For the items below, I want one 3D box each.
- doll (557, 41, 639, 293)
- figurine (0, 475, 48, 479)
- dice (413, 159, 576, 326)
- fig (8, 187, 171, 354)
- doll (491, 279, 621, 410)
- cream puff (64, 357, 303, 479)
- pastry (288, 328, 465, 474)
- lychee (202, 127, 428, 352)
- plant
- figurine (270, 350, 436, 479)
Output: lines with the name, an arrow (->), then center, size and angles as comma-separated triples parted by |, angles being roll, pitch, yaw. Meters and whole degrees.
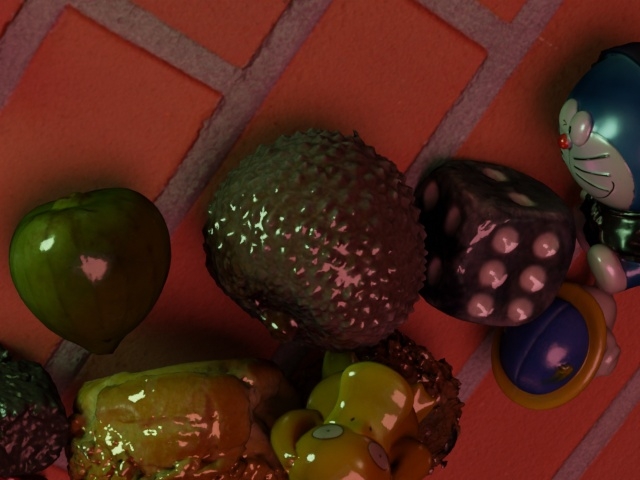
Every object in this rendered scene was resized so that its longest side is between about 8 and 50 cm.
doll -> 0.435, -0.111, 1.856 | 0.240, 0.284, 0.310 | -17, 116, -9
figurine -> -0.422, 0.360, 1.905 | 0.083, 0.067, 0.071 | 15, 89, -9
dice -> 0.229, 0.002, 1.902 | 0.181, 0.183, 0.182 | 6, 115, -24
fig -> -0.282, 0.046, 1.724 | 0.203, 0.203, 0.225 | -14, 112, -14
doll -> 0.382, 0.125, 2.006 | 0.242, 0.159, 0.311 | 21, 103, -49
cream puff -> -0.169, 0.280, 1.803 | 0.327, 0.343, 0.231 | -2, 79, -13
pastry -> 0.085, 0.262, 1.969 | 0.274, 0.193, 0.275 | -9, 117, -18
lychee -> 0.000, 0.005, 1.768 | 0.300, 0.300, 0.300 | -8, 117, -16
plant -> -0.406, 0.214, 1.765 | 0.131, 0.203, 0.142 | -5, 106, -24
figurine -> 0.045, 0.248, 1.747 | 0.215, 0.228, 0.215 | 0, 87, 3
